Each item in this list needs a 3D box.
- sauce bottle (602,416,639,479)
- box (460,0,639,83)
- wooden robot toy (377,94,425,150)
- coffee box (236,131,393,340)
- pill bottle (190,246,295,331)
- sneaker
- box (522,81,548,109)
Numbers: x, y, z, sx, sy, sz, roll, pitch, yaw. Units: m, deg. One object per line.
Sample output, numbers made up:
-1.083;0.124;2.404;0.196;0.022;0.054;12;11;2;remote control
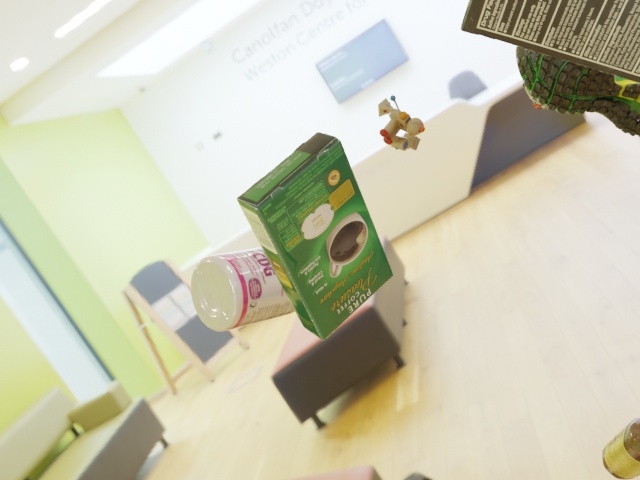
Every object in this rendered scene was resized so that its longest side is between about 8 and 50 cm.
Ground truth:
0.797;0.500;1.790;0.111;0.111;0.344;-35;-26;-19;sauce bottle
0.389;-0.420;1.017;0.296;0.294;0.183;102;-171;-45;box
0.174;-0.221;1.462;0.079;0.173;0.076;23;76;33;wooden robot toy
0.000;0.000;0.721;0.113;0.184;0.040;-43;40;-20;coffee box
-0.127;0.094;1.593;0.283;0.160;0.160;-10;-11;-46;pill bottle
0.520;-0.316;1.415;0.134;0.343;0.146;-56;24;34;sneaker
0.571;-0.355;1.764;0.137;0.094;0.027;16;69;48;box
